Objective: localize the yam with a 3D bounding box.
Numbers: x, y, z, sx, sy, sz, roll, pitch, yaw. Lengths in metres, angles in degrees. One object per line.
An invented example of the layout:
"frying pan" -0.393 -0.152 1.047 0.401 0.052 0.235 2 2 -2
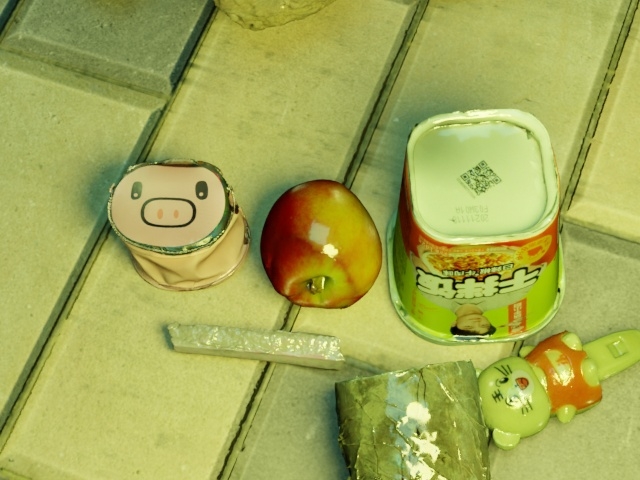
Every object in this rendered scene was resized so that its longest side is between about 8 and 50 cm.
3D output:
"yam" 0.122 0.303 1.736 0.202 0.201 0.271 -21 75 40

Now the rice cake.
"rice cake" -0.094 0.155 1.900 0.270 0.055 0.049 6 76 6

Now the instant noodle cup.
"instant noodle cup" 0.225 -0.026 1.820 0.294 0.308 0.294 -2 64 4

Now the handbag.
"handbag" -0.214 -0.025 1.960 0.205 0.116 0.179 -1 64 5

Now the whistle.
"whistle" 0.333 0.197 1.817 0.288 0.106 0.131 -23 59 -7

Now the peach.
"peach" 0.000 0.000 1.900 0.197 0.197 0.197 -2 65 4

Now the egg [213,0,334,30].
"egg" -0.070 -0.478 2.084 0.310 0.279 0.279 -20 64 -21
